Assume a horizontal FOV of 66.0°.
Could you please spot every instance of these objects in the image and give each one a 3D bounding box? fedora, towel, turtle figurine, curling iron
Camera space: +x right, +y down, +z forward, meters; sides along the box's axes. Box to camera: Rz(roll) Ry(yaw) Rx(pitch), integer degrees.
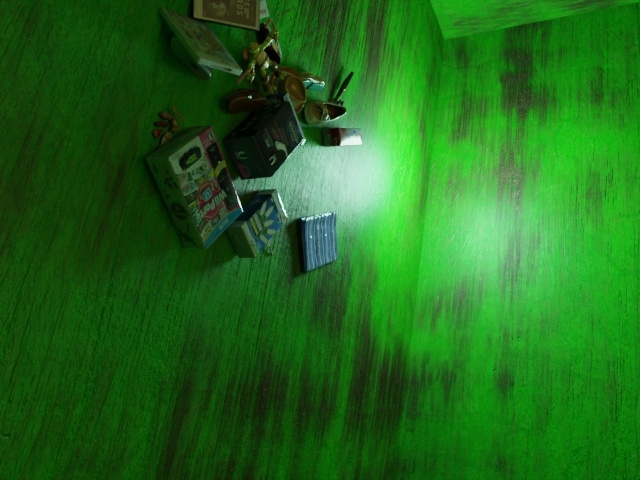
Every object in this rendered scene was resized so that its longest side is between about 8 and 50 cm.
[{"bbox_3d":[-0.113,-0.587,1.929,0.194,0.079,0.195,-11,107,-39],"label":"fedora"},{"bbox_3d":[0.000,0.000,2.232,0.336,0.040,0.243,-17,106,-60],"label":"towel"},{"bbox_3d":[-0.213,-0.619,1.734,0.270,0.087,0.217,-67,155,-13],"label":"turtle figurine"},{"bbox_3d":[0.114,-0.743,2.436,0.068,0.035,0.274,60,42,-49],"label":"curling iron"}]

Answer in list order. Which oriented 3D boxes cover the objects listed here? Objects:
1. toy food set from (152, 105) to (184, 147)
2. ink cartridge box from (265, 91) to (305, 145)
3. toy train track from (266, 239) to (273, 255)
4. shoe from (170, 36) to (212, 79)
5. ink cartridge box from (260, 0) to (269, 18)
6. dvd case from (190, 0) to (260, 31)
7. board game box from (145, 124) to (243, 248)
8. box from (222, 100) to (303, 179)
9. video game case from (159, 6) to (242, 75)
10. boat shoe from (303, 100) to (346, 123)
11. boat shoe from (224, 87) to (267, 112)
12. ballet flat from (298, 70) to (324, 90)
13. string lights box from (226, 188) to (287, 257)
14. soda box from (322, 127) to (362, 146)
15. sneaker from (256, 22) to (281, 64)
[{"bbox_3d":[-0.452,-0.332,1.433,0.122,0.019,0.078,-60,140,-30],"label":"toy food set"},{"bbox_3d":[-0.140,-0.465,1.913,0.046,0.097,0.207,-60,139,-42],"label":"ink cartridge box"},{"bbox_3d":[-0.199,0.023,1.898,0.048,0.014,0.083,-66,150,-48],"label":"toy train track"},{"bbox_3d":[-0.388,-0.577,1.504,0.178,0.063,0.081,43,51,-59],"label":"shoe"},{"bbox_3d":[-0.271,-0.855,1.682,0.153,0.086,0.209,-49,132,-49],"label":"ink cartridge box"},{"bbox_3d":[-0.299,-0.783,1.573,0.238,0.029,0.179,-7,107,-37],"label":"dvd case"},{"bbox_3d":[-0.370,-0.162,1.488,0.224,0.097,0.304,-55,140,-46],"label":"board game box"},{"bbox_3d":[-0.199,-0.358,1.758,0.270,0.143,0.165,-58,136,-43],"label":"box"},{"bbox_3d":[-0.354,-0.593,1.474,0.212,0.023,0.193,54,27,13],"label":"video game case"},{"bbox_3d":[0.019,-0.581,2.207,0.285,0.089,0.105,-34,120,-56],"label":"boat shoe"},{"bbox_3d":[-0.271,-0.493,1.716,0.073,0.073,0.207,49,29,5],"label":"boat shoe"},{"bbox_3d":[-0.063,-0.681,2.098,0.073,0.080,0.232,61,28,4],"label":"ballet flat"},{"bbox_3d":[-0.226,-0.066,1.780,0.260,0.076,0.133,-55,135,-46],"label":"string lights box"},{"bbox_3d":[0.108,-0.496,2.367,0.263,0.092,0.084,-23,111,-59],"label":"soda box"},{"bbox_3d":[-0.193,-0.755,1.873,0.075,0.057,0.161,-84,154,-46],"label":"sneaker"}]
